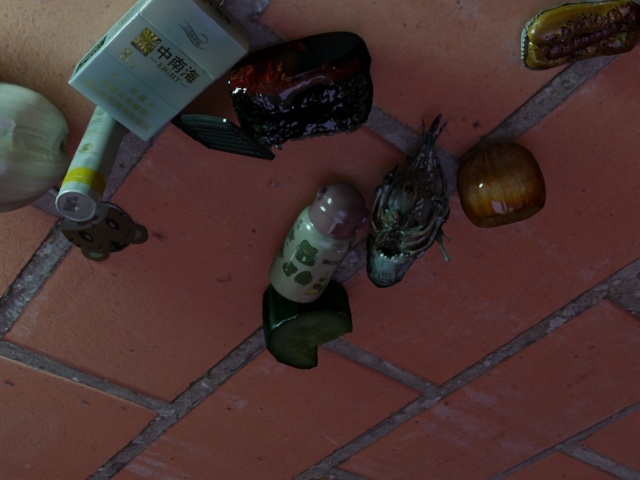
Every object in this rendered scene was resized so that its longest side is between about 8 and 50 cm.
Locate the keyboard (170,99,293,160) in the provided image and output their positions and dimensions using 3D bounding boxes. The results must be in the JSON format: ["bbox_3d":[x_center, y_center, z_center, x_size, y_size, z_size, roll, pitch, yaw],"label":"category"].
[{"bbox_3d":[-0.132,-0.158,1.015,0.103,0.041,0.381,35,166,-30],"label":"keyboard"}]

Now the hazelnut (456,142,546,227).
[{"bbox_3d":[0.318,-0.098,1.216,0.150,0.150,0.150,-1,134,-1],"label":"hazelnut"}]

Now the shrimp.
[{"bbox_3d":[0.176,-0.045,1.229,0.172,0.137,0.372,26,138,10],"label":"shrimp"}]

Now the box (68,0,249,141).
[{"bbox_3d":[-0.246,-0.279,1.046,0.243,0.067,0.155,-35,128,27],"label":"box"}]

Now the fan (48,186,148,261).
[{"bbox_3d":[-0.448,-0.045,1.301,0.153,0.008,0.226,-24,131,19],"label":"fan"}]

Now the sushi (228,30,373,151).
[{"bbox_3d":[-0.024,-0.230,1.057,0.225,0.136,0.126,-18,133,-2],"label":"sushi"}]

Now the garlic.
[{"bbox_3d":[-0.505,-0.132,1.100,0.203,0.184,0.281,12,134,-41],"label":"garlic"}]

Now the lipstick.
[{"bbox_3d":[-0.344,-0.130,1.050,0.059,0.264,0.059,-2,130,-2],"label":"lipstick"}]

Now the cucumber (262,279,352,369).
[{"bbox_3d":[-0.035,0.163,1.448,0.191,0.130,0.191,-6,134,-7],"label":"cucumber"}]

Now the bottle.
[{"bbox_3d":[0.000,0.000,1.289,0.120,0.120,0.253,17,131,-18],"label":"bottle"}]

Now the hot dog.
[{"bbox_3d":[0.402,-0.318,1.050,0.191,0.059,0.108,-12,137,6],"label":"hot dog"}]
